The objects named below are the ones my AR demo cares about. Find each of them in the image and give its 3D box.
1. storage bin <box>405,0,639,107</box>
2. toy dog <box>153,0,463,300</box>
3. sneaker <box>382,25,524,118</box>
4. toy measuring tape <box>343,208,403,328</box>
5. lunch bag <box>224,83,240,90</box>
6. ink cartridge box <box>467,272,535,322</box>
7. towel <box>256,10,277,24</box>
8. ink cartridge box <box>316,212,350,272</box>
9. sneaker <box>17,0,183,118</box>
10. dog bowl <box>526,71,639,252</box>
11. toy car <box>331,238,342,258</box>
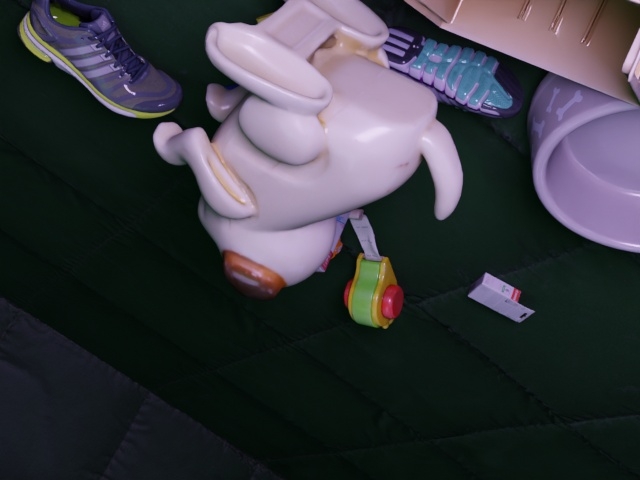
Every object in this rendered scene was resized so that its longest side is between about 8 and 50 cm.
[{"bbox_3d":[0.230,-0.254,0.872,0.262,0.123,0.260,28,-167,20],"label":"storage bin"},{"bbox_3d":[-0.028,-0.106,1.183,0.395,0.284,0.408,28,135,-5],"label":"toy dog"},{"bbox_3d":[0.179,-0.222,1.186,0.224,0.083,0.098,30,161,15],"label":"sneaker"},{"bbox_3d":[0.089,0.079,1.656,0.121,0.121,0.330,9,145,27],"label":"toy measuring tape"},{"bbox_3d":[-0.067,-0.206,1.361,0.129,0.096,0.151,-1,150,37],"label":"lunch bag"},{"bbox_3d":[0.344,0.109,1.592,0.115,0.029,0.063,28,149,-4],"label":"ink cartridge box"},{"bbox_3d":[-0.008,-0.236,1.257,0.102,0.021,0.237,-18,123,6],"label":"towel"},{"bbox_3d":[-0.026,-0.035,1.511,0.127,0.175,0.072,1,143,37],"label":"ink cartridge box"},{"bbox_3d":[-0.363,-0.313,1.415,0.300,0.111,0.121,30,145,-10],"label":"sneaker"},{"bbox_3d":[0.436,-0.107,1.093,0.349,0.102,0.348,13,148,8],"label":"dog bowl"},{"bbox_3d":[0.000,0.000,1.698,0.041,0.060,0.122,-5,-165,-41],"label":"toy car"}]
